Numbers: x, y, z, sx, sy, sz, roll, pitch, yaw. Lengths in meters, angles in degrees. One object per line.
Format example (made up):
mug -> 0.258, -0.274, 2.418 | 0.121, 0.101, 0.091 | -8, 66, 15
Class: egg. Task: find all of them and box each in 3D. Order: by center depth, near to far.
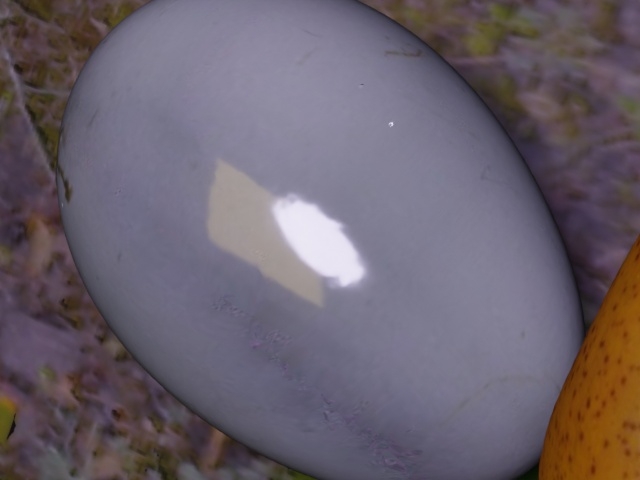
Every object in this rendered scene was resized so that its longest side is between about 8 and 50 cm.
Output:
egg -> 0.000, 0.000, 0.811 | 0.264, 0.183, 0.183 | 46, 108, 22

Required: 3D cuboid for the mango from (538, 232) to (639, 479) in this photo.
mango -> 0.180, 0.039, 0.698 | 0.160, 0.191, 0.290 | 26, 93, 24
